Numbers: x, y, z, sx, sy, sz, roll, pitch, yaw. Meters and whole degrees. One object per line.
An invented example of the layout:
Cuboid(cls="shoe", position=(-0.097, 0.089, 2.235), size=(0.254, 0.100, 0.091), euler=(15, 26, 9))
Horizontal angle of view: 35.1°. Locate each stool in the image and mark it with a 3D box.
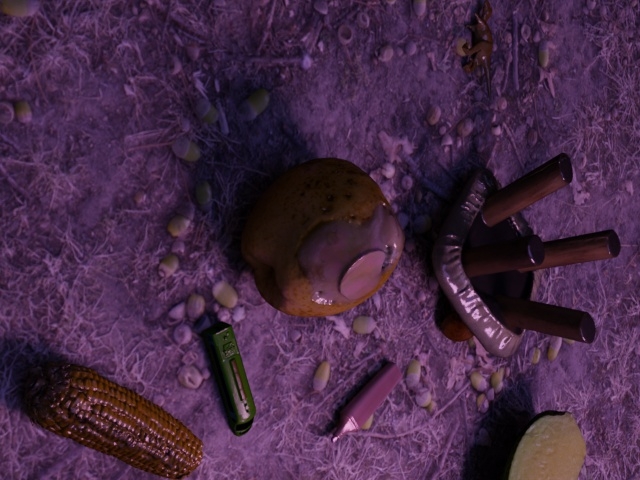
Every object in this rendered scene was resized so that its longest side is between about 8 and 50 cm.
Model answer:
Cuboid(cls="stool", position=(0.402, 0.033, 1.946), size=(0.310, 0.226, 0.310), euler=(51, 50, -29))

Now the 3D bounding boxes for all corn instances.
Cuboid(cls="corn", position=(-0.312, 0.278, 1.551), size=(0.318, 0.115, 0.115), euler=(34, 75, -35))

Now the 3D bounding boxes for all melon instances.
Cuboid(cls="melon", position=(0.474, 0.539, 2.114), size=(0.331, 0.226, 0.344), euler=(13, 61, -52))

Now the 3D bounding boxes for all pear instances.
Cuboid(cls="pear", position=(0.000, 0.000, 1.684), size=(0.271, 0.271, 0.271), euler=(-6, 99, -37))

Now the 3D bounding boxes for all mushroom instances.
Cuboid(cls="mushroom", position=(0.275, 0.146, 2.005), size=(0.088, 0.073, 0.130), euler=(-21, 108, 3))

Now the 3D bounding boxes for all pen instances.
Cuboid(cls="pen", position=(0.083, 0.309, 1.904), size=(0.197, 0.032, 0.053), euler=(-44, 120, -28))

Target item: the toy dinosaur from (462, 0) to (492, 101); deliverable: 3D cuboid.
Cuboid(cls="toy dinosaur", position=(0.329, -0.377, 1.998), size=(0.126, 0.039, 0.162), euler=(-53, 124, -21))

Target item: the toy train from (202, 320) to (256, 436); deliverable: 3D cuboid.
Cuboid(cls="toy train", position=(-0.146, 0.242, 1.712), size=(0.044, 0.042, 0.209), euler=(-26, 111, -31))
